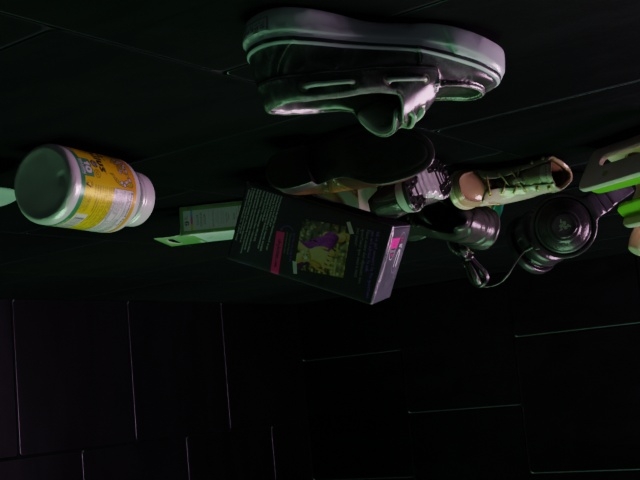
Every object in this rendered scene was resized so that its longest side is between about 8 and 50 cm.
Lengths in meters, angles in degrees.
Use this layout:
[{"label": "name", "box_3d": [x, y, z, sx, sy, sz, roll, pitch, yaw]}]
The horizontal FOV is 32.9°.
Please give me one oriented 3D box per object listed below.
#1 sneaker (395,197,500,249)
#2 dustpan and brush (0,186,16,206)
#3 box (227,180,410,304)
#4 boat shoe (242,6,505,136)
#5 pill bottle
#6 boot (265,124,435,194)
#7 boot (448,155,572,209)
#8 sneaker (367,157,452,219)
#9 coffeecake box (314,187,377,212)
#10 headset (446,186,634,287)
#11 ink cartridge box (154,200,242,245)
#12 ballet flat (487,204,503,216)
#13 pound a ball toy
[{"label": "sneaker", "box_3d": [0.203, -0.053, 2.101, 0.286, 0.109, 0.130, 6, 174, 40]}, {"label": "dustpan and brush", "box_3d": [-0.545, -0.083, 1.683, 0.147, 0.060, 0.211, 10, 160, -22]}, {"label": "box", "box_3d": [0.000, 0.000, 1.884, 0.270, 0.143, 0.165, 18, -173, 13]}, {"label": "boat shoe", "box_3d": [0.064, -0.170, 1.186, 0.335, 0.119, 0.121, 0, 171, -31]}, {"label": "pill bottle", "box_3d": [-0.344, -0.073, 1.618, 0.117, 0.118, 0.208, -10, 171, 28]}, {"label": "boot", "box_3d": [0.072, -0.110, 1.735, 0.264, 0.096, 0.280, -16, 174, 15]}, {"label": "boot", "box_3d": [0.346, -0.107, 1.978, 0.165, 0.077, 0.213, -12, 175, 41]}, {"label": "sneaker", "box_3d": [0.148, -0.086, 1.853, 0.106, 0.078, 0.234, -18, -175, 28]}, {"label": "coffeecake box", "box_3d": [0.032, -0.024, 2.122, 0.185, 0.142, 0.068, -13, 169, 42]}, {"label": "headset", "box_3d": [0.447, -0.036, 2.194, 0.394, 0.185, 0.243, -33, 175, -18]}, {"label": "ink cartridge box", "box_3d": [-0.218, -0.035, 2.166, 0.209, 0.062, 0.109, -6, 172, 11]}, {"label": "ballet flat", "box_3d": [0.340, -0.079, 2.262, 0.073, 0.080, 0.232, 22, 175, 13]}, {"label": "pound a ball toy", "box_3d": [0.605, -0.101, 1.855, 0.208, 0.136, 0.319, 36, 157, -17]}]
